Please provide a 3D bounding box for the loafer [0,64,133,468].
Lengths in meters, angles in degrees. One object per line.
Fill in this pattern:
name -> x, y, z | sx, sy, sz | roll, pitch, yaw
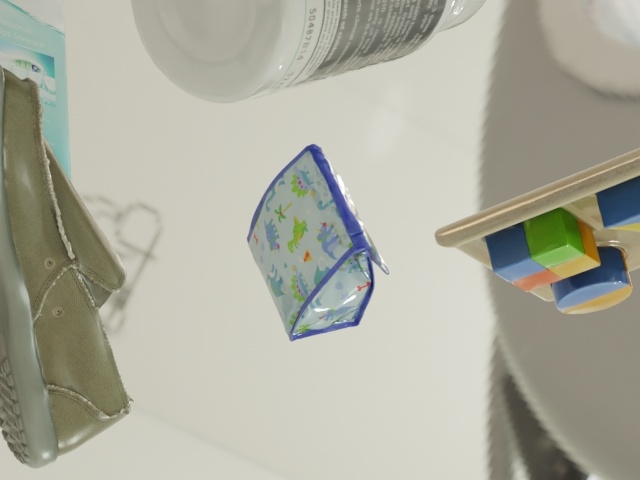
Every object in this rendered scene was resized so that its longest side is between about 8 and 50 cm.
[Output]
loafer -> -0.171, 0.012, 1.238 | 0.094, 0.087, 0.251 | -168, -111, -65

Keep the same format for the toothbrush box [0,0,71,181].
toothbrush box -> -0.294, -0.065, 1.500 | 0.216, 0.126, 0.295 | -40, -133, 41

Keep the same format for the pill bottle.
pill bottle -> 0.005, -0.260, 1.921 | 0.361, 0.204, 0.204 | -20, 158, -48

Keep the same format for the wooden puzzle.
wooden puzzle -> 0.340, -0.005, 2.220 | 0.322, 0.348, 0.080 | -23, -111, 24

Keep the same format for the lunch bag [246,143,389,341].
lunch bag -> 0.000, 0.000, 1.897 | 0.128, 0.096, 0.151 | 63, -25, 28
